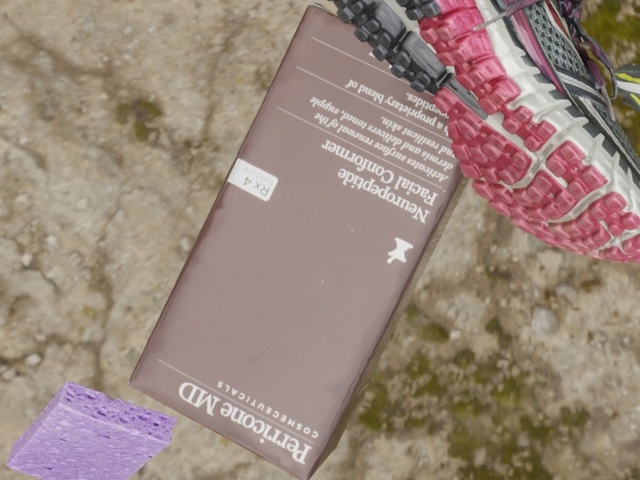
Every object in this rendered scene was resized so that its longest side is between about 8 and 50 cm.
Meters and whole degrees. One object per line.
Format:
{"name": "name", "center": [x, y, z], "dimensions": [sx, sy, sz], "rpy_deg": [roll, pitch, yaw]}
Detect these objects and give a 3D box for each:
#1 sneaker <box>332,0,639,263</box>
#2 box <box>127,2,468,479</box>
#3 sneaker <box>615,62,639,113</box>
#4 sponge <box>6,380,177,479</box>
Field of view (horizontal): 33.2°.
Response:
{"name": "sneaker", "center": [0.130, -0.107, 0.656], "dimensions": [0.112, 0.121, 0.299], "rpy_deg": [-44, 105, -20]}
{"name": "box", "center": [0.000, 0.000, 0.979], "dimensions": [0.191, 0.143, 0.381], "rpy_deg": [26, 98, 9]}
{"name": "sneaker", "center": [0.267, -0.112, 0.840], "dimensions": [0.031, 0.083, 0.035], "rpy_deg": [-39, 134, -10]}
{"name": "sponge", "center": [-0.240, 0.209, 1.103], "dimensions": [0.117, 0.031, 0.210], "rpy_deg": [22, 145, -19]}
